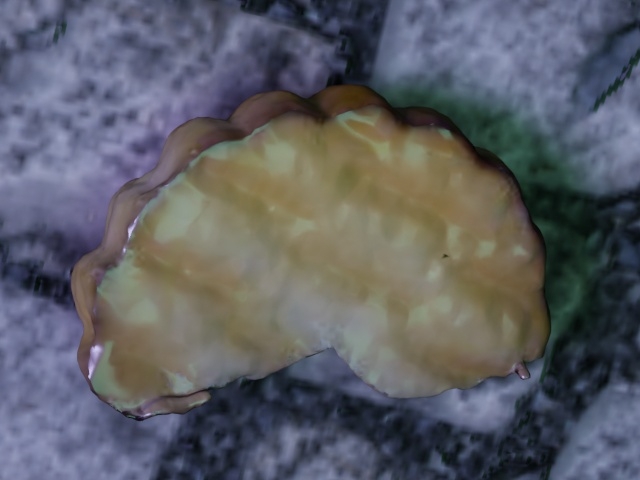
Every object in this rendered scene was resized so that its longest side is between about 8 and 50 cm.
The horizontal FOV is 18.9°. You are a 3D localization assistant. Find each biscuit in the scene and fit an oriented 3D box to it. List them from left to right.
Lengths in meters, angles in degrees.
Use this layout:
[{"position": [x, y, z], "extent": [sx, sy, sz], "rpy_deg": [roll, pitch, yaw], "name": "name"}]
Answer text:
[{"position": [0.000, 0.000, 0.697], "extent": [0.183, 0.061, 0.118], "rpy_deg": [1, 103, -20], "name": "biscuit"}]
